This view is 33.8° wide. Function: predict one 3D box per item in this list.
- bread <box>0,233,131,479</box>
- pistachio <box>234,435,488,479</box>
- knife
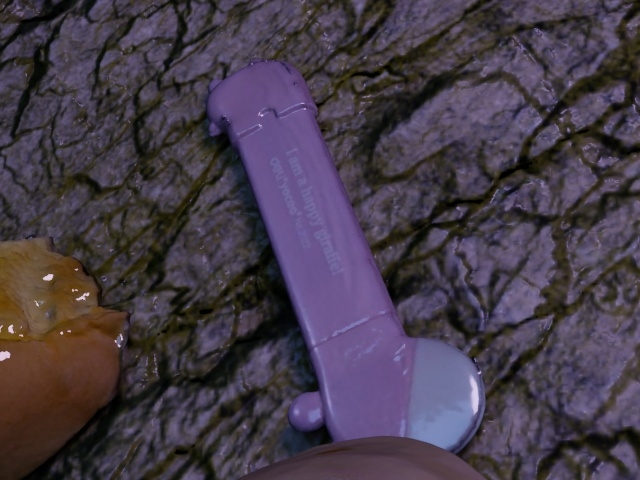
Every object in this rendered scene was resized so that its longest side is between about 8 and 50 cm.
[{"bbox_3d":[-0.276,0.090,0.768,0.251,0.133,0.174,-40,55,-6],"label":"bread"},{"bbox_3d":[0.000,0.193,0.614,0.237,0.138,0.153,-18,36,14],"label":"pistachio"},{"bbox_3d":[0.000,0.000,0.785,0.132,0.038,0.399,-25,55,5],"label":"knife"}]
